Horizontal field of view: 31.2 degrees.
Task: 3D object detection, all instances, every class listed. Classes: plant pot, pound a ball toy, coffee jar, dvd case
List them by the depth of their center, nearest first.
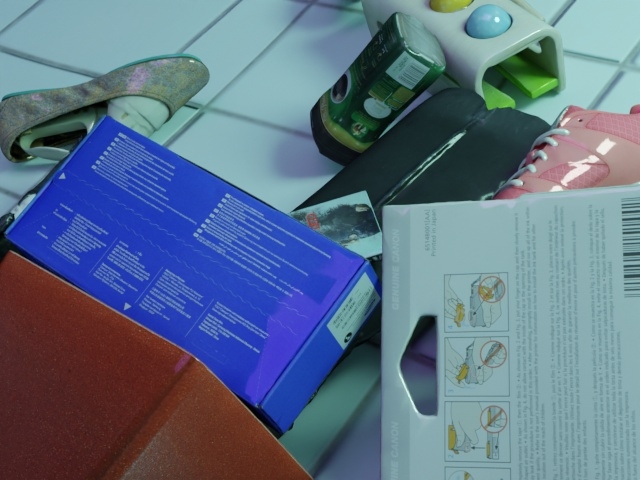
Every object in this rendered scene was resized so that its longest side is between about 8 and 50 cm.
[{"bbox_3d":[-0.204,0.210,1.016,0.267,0.267,0.236,23,69,37],"label":"plant pot"},{"bbox_3d":[0.000,0.000,1.133,0.119,0.013,0.087,-17,49,0],"label":"dvd case"},{"bbox_3d":[0.064,-0.177,1.374,0.184,0.079,0.096,-46,31,30],"label":"coffee jar"},{"bbox_3d":[0.195,-0.298,1.465,0.208,0.136,0.319,-30,43,-10],"label":"pound a ball toy"}]

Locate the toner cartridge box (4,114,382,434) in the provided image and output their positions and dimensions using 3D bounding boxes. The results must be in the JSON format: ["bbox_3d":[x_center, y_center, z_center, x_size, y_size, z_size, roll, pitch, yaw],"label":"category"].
[{"bbox_3d":[-0.126,0.022,1.092,0.347,0.075,0.165,30,73,29],"label":"toner cartridge box"}]

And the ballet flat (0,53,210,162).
[{"bbox_3d":[-0.295,-0.165,1.557,0.316,0.107,0.106,-12,62,16],"label":"ballet flat"}]

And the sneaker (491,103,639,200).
[{"bbox_3d":[0.240,-0.062,1.152,0.313,0.116,0.136,-16,83,-22],"label":"sneaker"}]

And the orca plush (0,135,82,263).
[{"bbox_3d":[-0.346,0.008,1.417,0.151,0.102,0.287,-46,8,43],"label":"orca plush"}]

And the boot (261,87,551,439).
[{"bbox_3d":[-0.007,-0.032,1.250,0.445,0.146,0.367,-41,56,-16],"label":"boot"}]

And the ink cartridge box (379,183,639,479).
[{"bbox_3d":[0.184,0.108,0.984,0.261,0.066,0.296,-3,79,24],"label":"ink cartridge box"}]
